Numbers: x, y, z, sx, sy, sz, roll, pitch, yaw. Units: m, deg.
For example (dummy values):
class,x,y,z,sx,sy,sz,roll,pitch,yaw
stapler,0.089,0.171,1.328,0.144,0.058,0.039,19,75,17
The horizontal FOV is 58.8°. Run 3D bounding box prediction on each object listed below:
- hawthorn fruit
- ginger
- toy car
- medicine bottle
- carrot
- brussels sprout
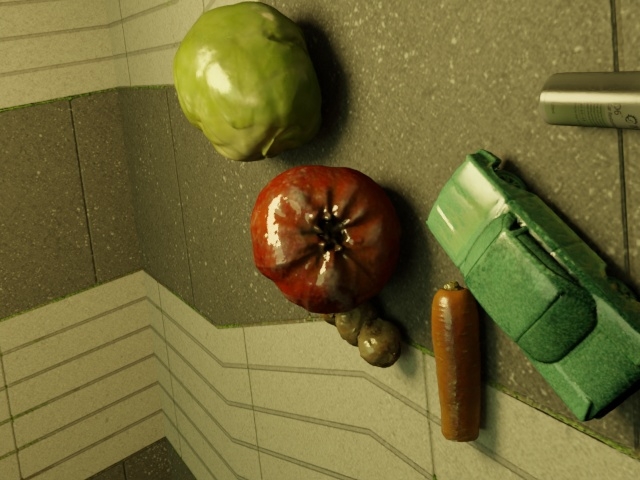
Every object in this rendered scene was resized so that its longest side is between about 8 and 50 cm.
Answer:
class,x,y,z,sx,sy,sz,roll,pitch,yaw
hawthorn fruit,0.000,0.000,0.929,0.271,0.241,0.242,159,100,-80
ginger,0.064,0.139,0.971,0.204,0.080,0.104,36,151,50
toy car,0.242,0.039,0.657,0.321,0.097,0.141,56,139,31
medicine bottle,0.311,-0.134,0.546,0.199,0.057,0.058,21,115,52
carrot,0.193,0.168,0.798,0.067,0.067,0.225,8,107,55
brussels sprout,-0.129,-0.282,1.027,0.316,0.242,0.274,3,125,61
